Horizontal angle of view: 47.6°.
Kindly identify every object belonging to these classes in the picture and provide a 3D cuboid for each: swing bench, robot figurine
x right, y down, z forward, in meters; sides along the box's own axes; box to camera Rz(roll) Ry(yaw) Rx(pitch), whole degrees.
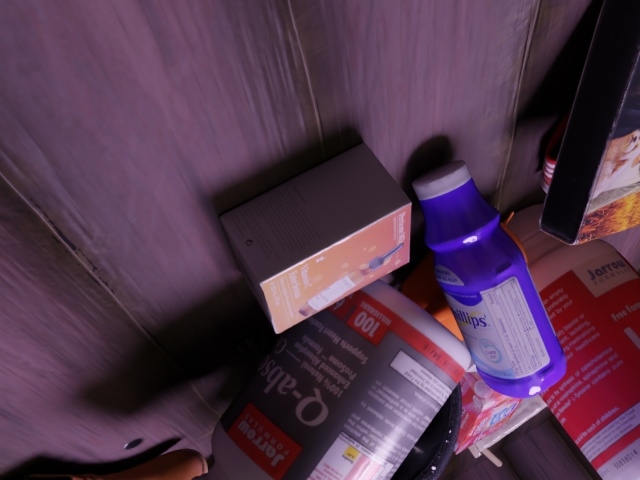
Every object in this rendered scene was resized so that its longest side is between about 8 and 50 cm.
[{"bbox_3d":[0.496,0.448,1.919,0.253,0.165,0.255,-37,147,8],"label":"swing bench"},{"bbox_3d":[0.200,0.056,1.018,0.158,0.128,0.219,1,137,-40],"label":"robot figurine"}]

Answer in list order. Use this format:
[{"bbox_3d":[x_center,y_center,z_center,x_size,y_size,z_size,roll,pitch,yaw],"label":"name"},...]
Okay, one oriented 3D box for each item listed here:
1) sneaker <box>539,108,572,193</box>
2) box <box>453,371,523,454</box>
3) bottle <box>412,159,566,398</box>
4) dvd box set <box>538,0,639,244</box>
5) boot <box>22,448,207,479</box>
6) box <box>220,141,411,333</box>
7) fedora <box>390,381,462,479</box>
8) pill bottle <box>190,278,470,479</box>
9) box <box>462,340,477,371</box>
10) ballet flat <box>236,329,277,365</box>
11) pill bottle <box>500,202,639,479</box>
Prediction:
[{"bbox_3d":[0.394,-0.142,0.956,0.221,0.087,0.128,-35,153,0],"label":"sneaker"},{"bbox_3d":[0.323,0.308,1.524,0.142,0.154,0.300,-25,150,-17],"label":"box"},{"bbox_3d":[0.193,0.046,0.859,0.092,0.282,0.118,-29,-167,-15],"label":"bottle"},{"bbox_3d":[0.462,-0.173,0.898,0.420,0.062,0.307,-12,125,-34],"label":"dvd box set"},{"bbox_3d":[-0.305,0.346,1.000,0.284,0.109,0.220,-20,146,-9],"label":"boot"},{"bbox_3d":[0.000,0.000,0.761,0.170,0.091,0.130,-28,152,-9],"label":"box"},{"bbox_3d":[0.052,0.270,1.115,0.334,0.334,0.152,-21,-166,-23],"label":"fedora"},{"bbox_3d":[0.000,0.226,0.884,0.363,0.210,0.210,-54,153,-6],"label":"pill bottle"},{"bbox_3d":[0.291,0.171,1.324,0.102,0.101,0.087,-46,149,22],"label":"box"},{"bbox_3d":[-0.063,0.164,0.997,0.057,0.049,0.173,-38,152,10],"label":"ballet flat"},{"bbox_3d":[0.405,0.147,1.079,0.229,0.407,0.229,-26,152,-15],"label":"pill bottle"}]
